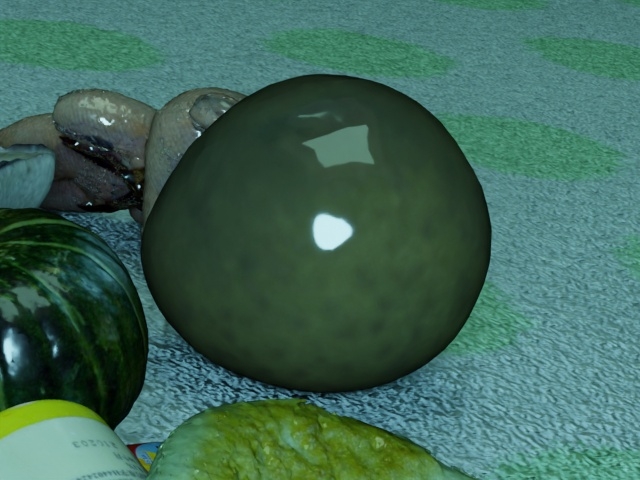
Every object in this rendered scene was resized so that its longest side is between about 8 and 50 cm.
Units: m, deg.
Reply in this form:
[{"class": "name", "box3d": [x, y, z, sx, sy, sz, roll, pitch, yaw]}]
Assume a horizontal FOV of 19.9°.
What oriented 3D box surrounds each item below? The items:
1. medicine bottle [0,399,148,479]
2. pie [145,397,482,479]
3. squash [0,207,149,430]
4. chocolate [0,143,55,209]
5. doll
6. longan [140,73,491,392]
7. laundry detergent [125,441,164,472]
[{"class": "medicine bottle", "box3d": [-0.111, 0.189, 0.939, 0.122, 0.121, 0.212, -7, 39, -40]}, {"class": "pie", "box3d": [0.039, 0.192, 0.916, 0.323, 0.070, 0.323, 26, 23, -12]}, {"class": "squash", "box3d": [-0.212, 0.073, 1.156, 0.218, 0.172, 0.218, 7, 25, -3]}, {"class": "chocolate", "box3d": [-0.351, -0.011, 1.465, 0.185, 0.100, 0.303, 4, 13, 22]}, {"class": "doll", "box3d": [-0.165, -0.042, 1.624, 0.303, 0.156, 0.201, -5, -29, 25]}, {"class": "longan", "box3d": [0.000, 0.000, 1.385, 0.258, 0.258, 0.258, 8, 18, -3]}, {"class": "laundry detergent", "box3d": [-0.054, 0.159, 1.164, 0.165, 0.049, 0.097, -1, 27, -29]}]
